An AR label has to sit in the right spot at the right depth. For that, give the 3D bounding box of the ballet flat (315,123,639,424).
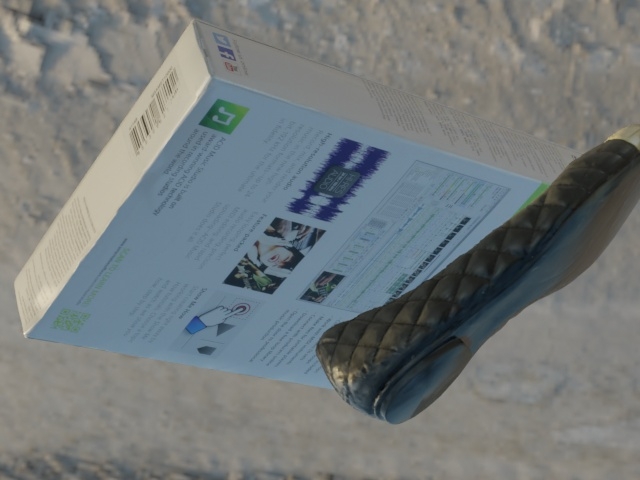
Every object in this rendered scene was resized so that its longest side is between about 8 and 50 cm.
[{"bbox_3d":[0.072,0.005,0.552,0.049,0.173,0.057,44,165,30],"label":"ballet flat"}]

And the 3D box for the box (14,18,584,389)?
[{"bbox_3d":[0.000,0.000,0.884,0.322,0.058,0.232,15,130,-35],"label":"box"}]
